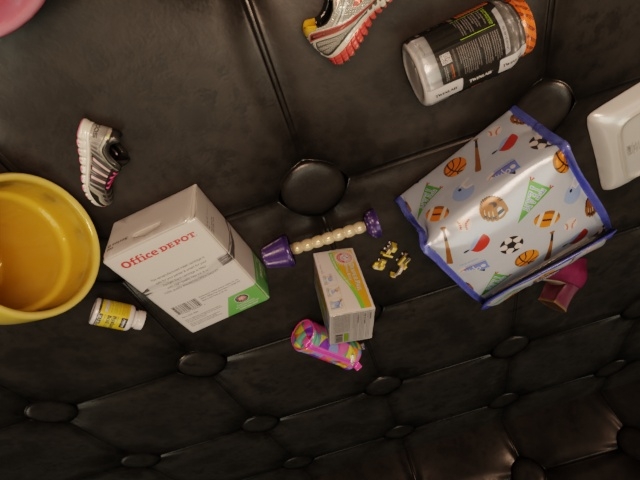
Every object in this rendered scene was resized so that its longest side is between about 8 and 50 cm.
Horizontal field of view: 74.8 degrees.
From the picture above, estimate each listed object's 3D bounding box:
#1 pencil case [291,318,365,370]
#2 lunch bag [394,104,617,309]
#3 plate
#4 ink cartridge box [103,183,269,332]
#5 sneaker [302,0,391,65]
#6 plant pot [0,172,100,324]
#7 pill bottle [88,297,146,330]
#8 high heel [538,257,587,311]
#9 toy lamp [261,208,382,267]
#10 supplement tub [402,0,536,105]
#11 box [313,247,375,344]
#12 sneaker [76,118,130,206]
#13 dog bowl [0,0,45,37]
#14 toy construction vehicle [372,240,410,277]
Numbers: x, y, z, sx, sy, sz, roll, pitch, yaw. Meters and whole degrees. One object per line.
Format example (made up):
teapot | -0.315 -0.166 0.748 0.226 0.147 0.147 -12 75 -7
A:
pencil case | 0.025 0.314 1.249 0.236 0.104 0.104 30 119 -34
lunch bag | 0.420 -0.026 0.921 0.328 0.239 0.385 -37 126 20
plate | 0.762 -0.257 0.938 0.278 0.045 0.277 -33 132 17
ink cartridge box | -0.273 0.048 0.905 0.211 0.121 0.289 -24 134 8
sneaker | 0.056 -0.375 0.616 0.093 0.088 0.225 21 124 -29
plant pot | -0.582 0.033 0.743 0.239 0.254 0.254 -15 136 21
pill bottle | -0.490 0.182 1.016 0.116 0.065 0.065 20 125 -30
high heel | 0.610 0.040 1.173 0.377 0.127 0.181 36 78 -28
toy lamp | 0.000 0.000 0.964 0.275 0.080 0.080 -16 134 -1
supplement tub | 0.244 -0.316 0.699 0.190 0.117 0.117 -22 134 8
box | 0.051 0.128 1.007 0.103 0.203 0.114 -8 132 -8
sneaker | -0.381 -0.131 0.750 0.075 0.063 0.170 5 126 -11
dog bowl | -0.429 -0.327 0.350 0.408 0.150 0.408 -18 170 -3
toy construction vehicle | 0.189 0.054 1.089 0.086 0.035 0.098 18 126 -28
